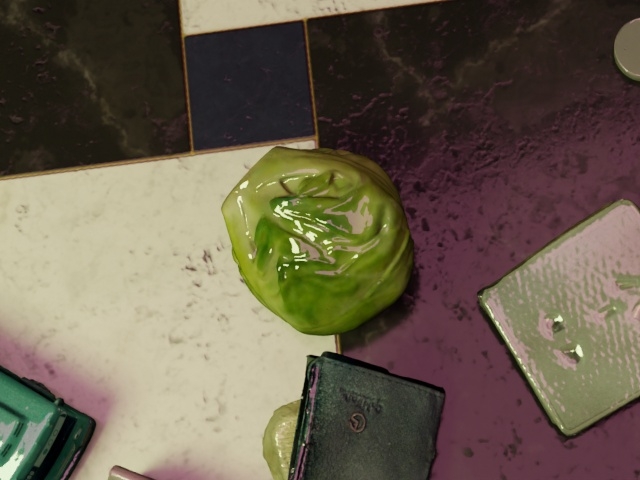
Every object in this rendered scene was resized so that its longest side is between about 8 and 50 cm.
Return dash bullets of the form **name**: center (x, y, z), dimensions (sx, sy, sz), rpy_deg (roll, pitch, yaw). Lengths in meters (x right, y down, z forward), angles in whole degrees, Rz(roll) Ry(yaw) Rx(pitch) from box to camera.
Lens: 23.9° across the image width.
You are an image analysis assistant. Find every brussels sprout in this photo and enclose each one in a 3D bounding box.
- **brussels sprout**: center (0.000, 0.000, 1.670), dimensions (0.223, 0.161, 0.223), rpy_deg (2, 94, 23)

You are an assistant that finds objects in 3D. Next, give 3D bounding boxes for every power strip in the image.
- **power strip**: center (0.307, 0.083, 1.661), dimensions (0.213, 0.064, 0.198), rpy_deg (-33, 77, 12)

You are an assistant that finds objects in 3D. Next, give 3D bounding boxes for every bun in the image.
- **bun**: center (-0.011, 0.228, 1.659), dimensions (0.115, 0.069, 0.115), rpy_deg (0, 91, -10)

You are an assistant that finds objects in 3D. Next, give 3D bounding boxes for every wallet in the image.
- **wallet**: center (0.031, 0.319, 1.593), dimensions (0.046, 0.191, 0.378), rpy_deg (-4, 71, 51)

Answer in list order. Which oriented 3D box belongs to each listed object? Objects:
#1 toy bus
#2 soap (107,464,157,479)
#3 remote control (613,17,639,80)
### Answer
- **toy bus**: center (-0.392, 0.184, 1.670), dimensions (0.256, 0.147, 0.128), rpy_deg (28, 83, 12)
- **soap**: center (-0.135, 0.310, 1.627), dimensions (0.203, 0.122, 0.065), rpy_deg (20, 79, 9)
- **remote control**: center (0.461, -0.228, 1.737), dimensions (0.245, 0.022, 0.077), rpy_deg (-5, 79, 5)
